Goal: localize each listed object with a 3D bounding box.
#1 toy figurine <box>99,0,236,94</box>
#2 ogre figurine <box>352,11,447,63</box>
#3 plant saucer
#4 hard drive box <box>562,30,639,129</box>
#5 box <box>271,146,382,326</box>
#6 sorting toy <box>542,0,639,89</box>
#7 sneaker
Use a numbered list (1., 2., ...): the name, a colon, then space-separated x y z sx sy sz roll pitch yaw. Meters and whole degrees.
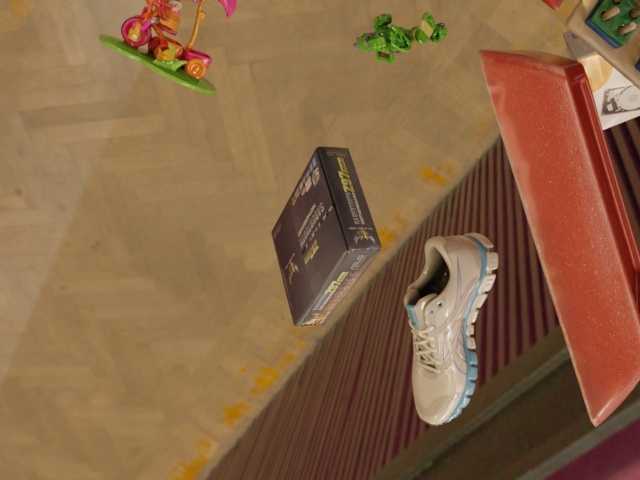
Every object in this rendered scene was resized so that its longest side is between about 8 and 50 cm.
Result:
1. toy figurine: -0.188 -0.308 0.954 0.173 0.130 0.159 19 108 -30
2. ogre figurine: 0.149 -0.408 1.420 0.118 0.197 0.097 12 136 51
3. plant saucer: 0.205 -0.031 0.547 0.048 0.258 0.259 -17 97 26
4. hard drive box: 0.570 -0.323 1.229 0.232 0.089 0.181 -23 133 18
5. box: 0.000 0.000 1.069 0.059 0.183 0.233 -2 148 -25
6. sorting toy: 0.344 -0.249 0.742 0.274 0.046 0.132 37 81 -8
7. sneaker: 0.107 0.083 0.672 0.071 0.083 0.191 11 93 51
